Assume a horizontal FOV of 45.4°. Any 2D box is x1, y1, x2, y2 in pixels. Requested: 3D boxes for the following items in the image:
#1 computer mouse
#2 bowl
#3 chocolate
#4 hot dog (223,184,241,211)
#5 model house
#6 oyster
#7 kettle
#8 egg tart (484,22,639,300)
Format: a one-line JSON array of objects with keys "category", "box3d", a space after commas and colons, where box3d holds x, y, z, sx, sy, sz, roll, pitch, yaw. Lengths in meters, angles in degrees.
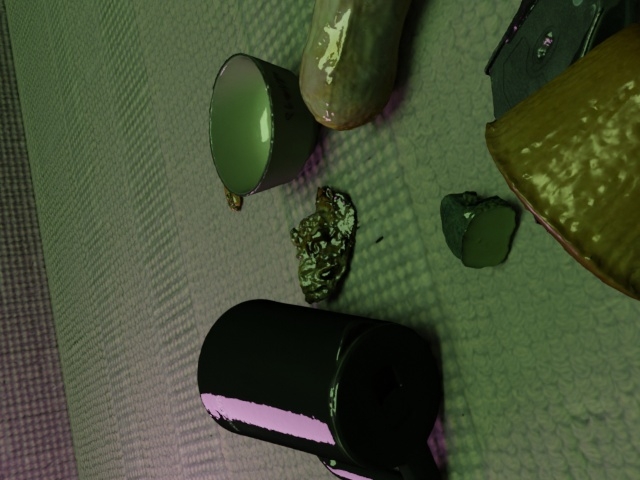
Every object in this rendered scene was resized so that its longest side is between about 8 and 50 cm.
[{"category": "computer mouse", "box3d": [0.234, -0.174, 0.740, 0.231, 0.071, 0.126, 114, 150, -48]}, {"category": "bowl", "box3d": [-0.079, -0.172, 1.162, 0.211, 0.112, 0.212, 8, 100, 54]}, {"category": "chocolate", "box3d": [0.048, -0.284, 0.944, 0.134, 0.134, 0.310, 39, 123, 47]}, {"category": "hot dog", "box3d": [-0.162, -0.090, 1.376, 0.037, 0.021, 0.083, -47, 55, 49]}, {"category": "model house", "box3d": [0.173, -0.022, 0.866, 0.083, 0.066, 0.079, -116, 25, -57]}, {"category": "oyster", "box3d": [0.000, 0.008, 1.124, 0.105, 0.056, 0.177, 31, 115, 41]}, {"category": "kettle", "box3d": [-0.004, 0.219, 1.026, 0.308, 0.203, 0.262, 0, 92, 53]}, {"category": "egg tart", "box3d": [0.253, -0.062, 0.623, 0.171, 0.215, 0.215, -48, 54, 29]}]
